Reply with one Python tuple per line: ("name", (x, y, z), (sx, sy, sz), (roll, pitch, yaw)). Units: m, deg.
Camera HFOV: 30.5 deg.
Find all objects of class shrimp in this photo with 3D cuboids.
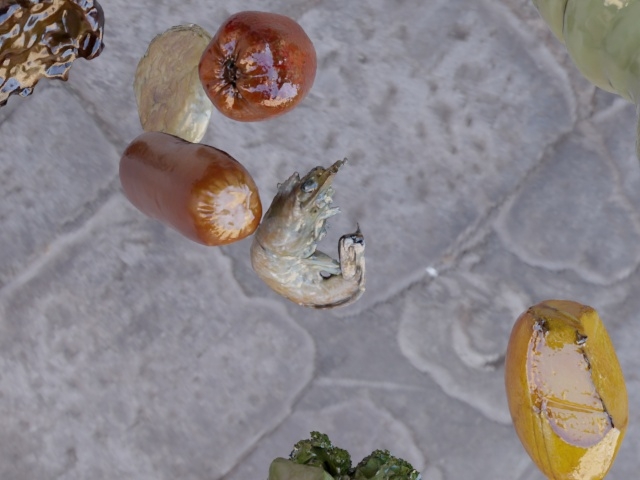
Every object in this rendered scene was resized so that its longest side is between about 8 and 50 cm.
("shrimp", (0.000, 0.000, 1.151), (0.126, 0.223, 0.047), (31, 53, 2))

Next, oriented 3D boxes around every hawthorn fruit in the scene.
("hawthorn fruit", (-0.070, -0.206, 1.382), (0.138, 0.133, 0.133), (-22, 120, -52))

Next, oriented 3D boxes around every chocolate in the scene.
("chocolate", (-0.271, -0.183, 0.971), (0.177, 0.224, 0.206), (16, 58, -1))

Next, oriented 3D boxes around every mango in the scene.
("mango", (0.305, 0.195, 1.462), (0.126, 0.154, 0.252), (-27, 113, -52))

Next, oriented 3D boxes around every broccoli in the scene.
("broccoli", (0.003, 0.208, 0.817), (0.146, 0.162, 0.138), (-12, 131, 14))

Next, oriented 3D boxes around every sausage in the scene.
("sausage", (-0.143, -0.057, 1.186), (0.083, 0.300, 0.089), (-29, 111, -20))

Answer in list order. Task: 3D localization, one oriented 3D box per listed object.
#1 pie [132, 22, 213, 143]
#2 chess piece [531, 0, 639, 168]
("pie", (-0.212, -0.232, 1.750), (0.052, 0.218, 0.185), (14, 130, -36))
("chess piece", (0.324, -0.132, 0.997), (0.234, 0.442, 0.234), (-10, 138, -9))
